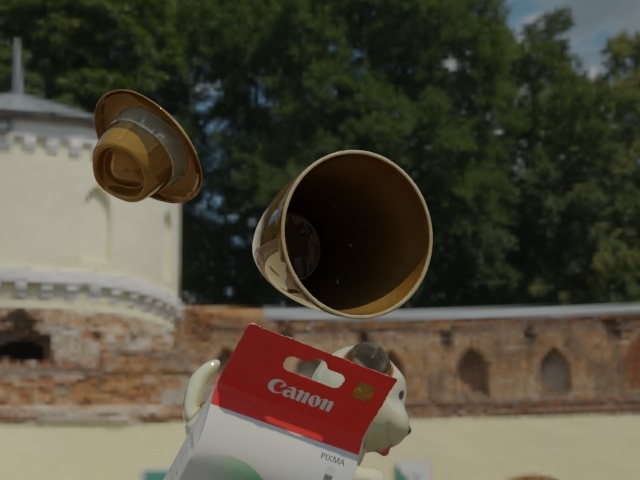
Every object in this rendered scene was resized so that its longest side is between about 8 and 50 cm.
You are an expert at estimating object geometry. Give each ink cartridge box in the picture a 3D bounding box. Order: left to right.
[{"bbox_3d":[-0.042,0.215,1.201,0.181,0.224,0.056,23,20,-21],"label":"ink cartridge box"}]

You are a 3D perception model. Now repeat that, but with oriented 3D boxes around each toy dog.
[{"bbox_3d":[-0.021,0.357,2.198,0.408,0.395,0.284,-27,-31,-13],"label":"toy dog"}]

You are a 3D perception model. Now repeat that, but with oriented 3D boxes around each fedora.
[{"bbox_3d":[-0.246,-0.106,1.549,0.194,0.194,0.079,-18,23,52],"label":"fedora"}]

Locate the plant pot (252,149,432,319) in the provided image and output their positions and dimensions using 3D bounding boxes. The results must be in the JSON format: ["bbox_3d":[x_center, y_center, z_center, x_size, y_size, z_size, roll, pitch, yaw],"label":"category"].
[{"bbox_3d":[0.000,0.000,1.745,0.237,0.237,0.254,5,-6,-25],"label":"plant pot"}]
